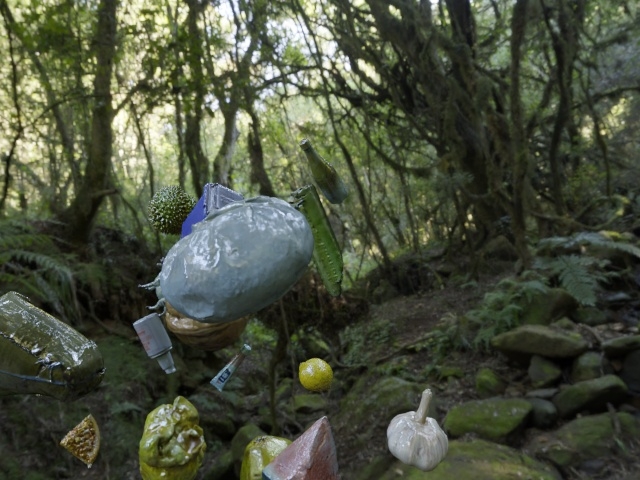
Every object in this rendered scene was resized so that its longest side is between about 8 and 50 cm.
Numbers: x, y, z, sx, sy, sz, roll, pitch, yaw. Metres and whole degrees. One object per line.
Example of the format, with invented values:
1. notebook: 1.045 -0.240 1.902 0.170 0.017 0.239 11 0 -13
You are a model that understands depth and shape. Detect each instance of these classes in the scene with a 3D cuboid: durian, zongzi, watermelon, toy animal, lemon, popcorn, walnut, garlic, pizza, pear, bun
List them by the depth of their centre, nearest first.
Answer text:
1. bun: -0.186 0.027 0.973 0.354 0.194 0.354 -19 22 8
2. zongzi: -0.787 0.388 1.227 0.393 0.355 0.174 -66 -10 19
3. garlic: 0.319 0.575 1.381 0.198 0.226 0.199 15 7 -2
4. watermelon: -0.074 0.755 1.478 0.250 0.293 0.283 -22 -49 27
5. lemon: -0.018 0.460 1.522 0.109 0.133 0.109 -49 -22 -28
6. pizza: -0.847 0.706 1.577 0.130 0.178 0.041 27 -51 -36
7. walnut: -0.430 0.263 1.676 0.332 0.333 0.333 -16 -13 -4
8. pear: -0.177 0.916 1.730 0.268 0.322 0.269 -26 10 5
9. durian: -0.603 -0.122 1.793 0.176 0.200 0.236 25 -9 -22
10. popcorn: -0.616 0.825 1.797 0.293 0.292 0.334 -45 25 -3
11. toy animal: -0.653 0.205 1.847 0.175 0.217 0.073 -21 0 14

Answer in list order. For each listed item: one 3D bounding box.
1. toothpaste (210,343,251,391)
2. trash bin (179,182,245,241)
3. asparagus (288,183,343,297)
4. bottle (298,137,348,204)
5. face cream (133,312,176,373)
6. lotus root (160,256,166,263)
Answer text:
1. toothpaste: -0.342 0.488 1.708 0.205 0.056 0.036 -51 -5 5
2. trash bin: -0.363 -0.053 1.490 0.162 0.184 0.234 25 -48 -35
3. asparagus: 0.000 0.000 1.480 0.108 0.382 0.128 -24 -4 9
4. bottle: 0.008 -0.242 1.546 0.083 0.083 0.270 -21 -53 19
5. face cream: -0.660 0.427 1.805 0.101 0.252 0.101 -24 3 2
6. lotus root: -0.448 0.061 1.467 0.151 0.063 0.072 -11 7 -12
